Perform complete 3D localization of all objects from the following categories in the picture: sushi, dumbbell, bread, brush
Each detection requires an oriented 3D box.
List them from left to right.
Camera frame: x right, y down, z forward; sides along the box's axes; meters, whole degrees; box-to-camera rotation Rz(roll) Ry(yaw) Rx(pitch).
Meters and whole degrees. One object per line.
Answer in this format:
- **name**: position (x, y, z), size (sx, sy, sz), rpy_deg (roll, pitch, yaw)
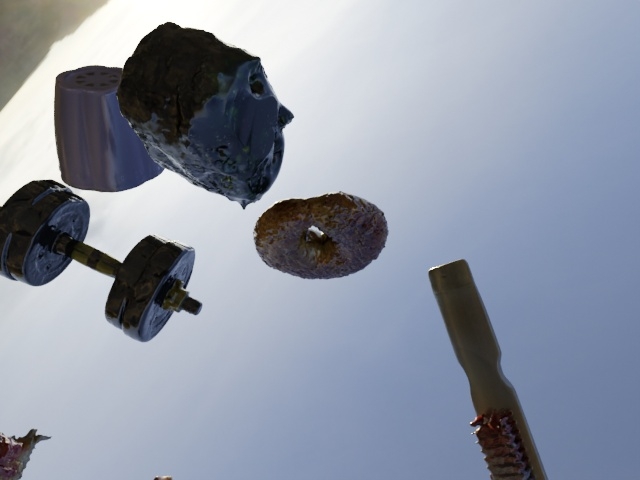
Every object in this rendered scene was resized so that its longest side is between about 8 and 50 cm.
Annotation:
- **dumbbell**: position (-0.377, 0.033, 0.843), size (0.185, 0.389, 0.185), rpy_deg (25, 90, -90)
- **sushi**: position (-0.108, -0.120, 0.533), size (0.127, 0.225, 0.124), rpy_deg (24, -104, 13)
- **bread**: position (0.000, 0.000, 0.685), size (0.193, 0.193, 0.063), rpy_deg (-23, -125, 32)
- **brush**: position (0.198, 0.182, 0.601), size (0.060, 0.050, 0.320), rpy_deg (-25, -101, 41)

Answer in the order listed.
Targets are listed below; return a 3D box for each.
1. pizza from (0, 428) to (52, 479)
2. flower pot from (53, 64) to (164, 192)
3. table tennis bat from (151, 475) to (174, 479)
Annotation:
- **pizza**: position (-0.234, 0.146, 0.296), size (0.100, 0.099, 0.029), rpy_deg (-90, -174, -68)
- **flower pot**: position (-0.532, -0.284, 1.220), size (0.265, 0.243, 0.265), rpy_deg (2, -141, -2)
- **table tennis bat**: position (-0.317, 0.583, 0.900), size (0.051, 0.268, 0.414), rpy_deg (30, -62, 24)
